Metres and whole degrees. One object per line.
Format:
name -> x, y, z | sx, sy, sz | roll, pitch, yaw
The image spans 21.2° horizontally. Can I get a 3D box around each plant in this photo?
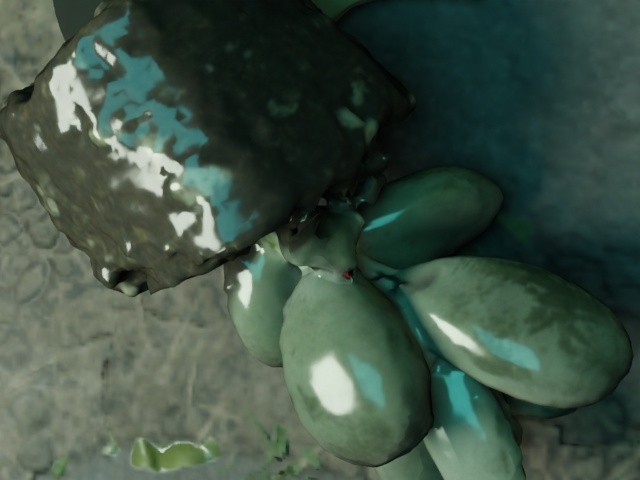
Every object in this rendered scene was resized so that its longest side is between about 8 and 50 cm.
plant -> -0.002, 0.000, 0.734 | 0.274, 0.149, 0.146 | 43, 148, -2

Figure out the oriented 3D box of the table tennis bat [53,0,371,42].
table tennis bat -> -0.029, -0.124, 0.801 | 0.220, 0.019, 0.130 | 2, 94, 22
